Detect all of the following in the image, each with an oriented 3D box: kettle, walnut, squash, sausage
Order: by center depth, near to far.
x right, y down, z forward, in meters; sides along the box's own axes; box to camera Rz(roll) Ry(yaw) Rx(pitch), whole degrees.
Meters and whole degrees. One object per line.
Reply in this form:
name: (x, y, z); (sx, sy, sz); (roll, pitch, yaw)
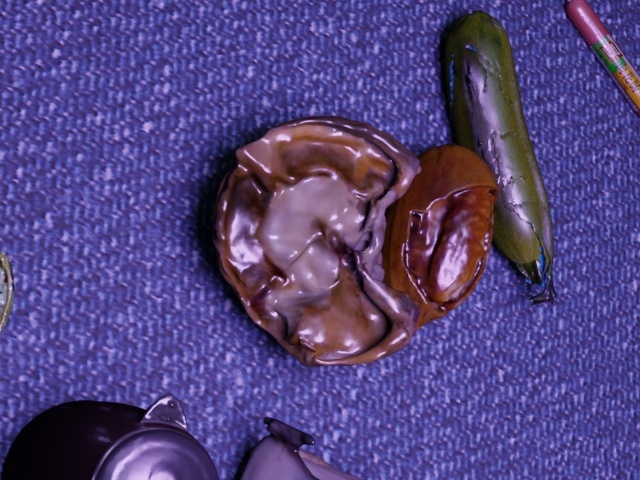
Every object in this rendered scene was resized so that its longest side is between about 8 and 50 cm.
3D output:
kettle: (-0.176, 0.225, 0.946); (0.144, 0.232, 0.202); (21, 74, -21)
walnut: (-0.011, 0.003, 1.116); (0.204, 0.141, 0.238); (4, 81, -13)
walnut: (0.120, -0.004, 1.195); (0.116, 0.116, 0.207); (23, 77, -22)
squash: (0.197, -0.089, 1.261); (0.087, 0.087, 0.331); (-14, 88, -27)
sausage: (0.362, -0.206, 1.390); (0.029, 0.029, 0.223); (-44, 102, -25)

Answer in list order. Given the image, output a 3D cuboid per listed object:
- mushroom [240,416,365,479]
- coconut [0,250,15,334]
mushroom: (0.024, 0.414, 1.056); (0.314, 0.224, 0.397); (32, 77, -34)
coconut: (-0.344, 0.068, 0.985); (0.158, 0.055, 0.133); (1, 83, -25)
